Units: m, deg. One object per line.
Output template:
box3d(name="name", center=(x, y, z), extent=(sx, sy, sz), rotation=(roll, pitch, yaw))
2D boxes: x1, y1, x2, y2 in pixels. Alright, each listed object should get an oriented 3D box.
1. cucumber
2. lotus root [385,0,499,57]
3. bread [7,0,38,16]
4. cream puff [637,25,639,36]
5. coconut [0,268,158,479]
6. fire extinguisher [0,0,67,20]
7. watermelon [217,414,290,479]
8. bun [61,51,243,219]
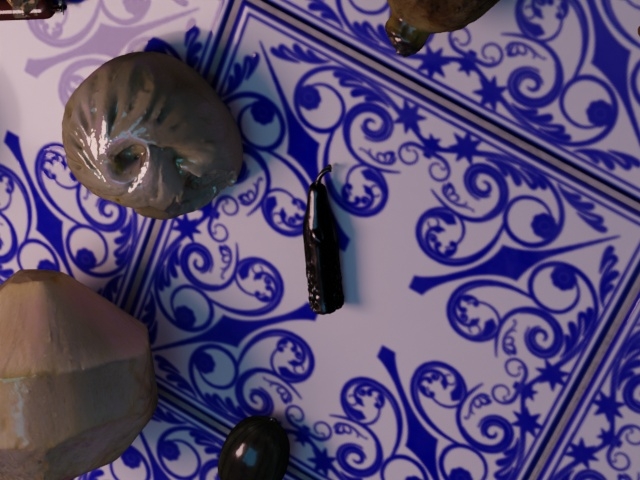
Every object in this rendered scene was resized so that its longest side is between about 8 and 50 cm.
box3d(name="cucumber", center=(0.000, 0.000, 1.859), extent=(0.043, 0.039, 0.163), rotation=(-5, 112, 5))
box3d(name="lotus root", center=(0.121, -0.269, 1.637), extent=(0.138, 0.138, 0.214), rotation=(40, 123, 5))
box3d(name="bread", center=(-0.332, -0.339, 1.840), extent=(0.134, 0.085, 0.173), rotation=(-44, 89, 14))
box3d(name="cream puff", center=(0.416, -0.145, 1.443), extent=(0.350, 0.228, 0.350), rotation=(31, 149, 21))
box3d(name="coconut", center=(-0.309, 0.149, 1.957), extent=(0.259, 0.259, 0.259), rotation=(10, 115, 22))
box3d(name="fire extinguisher", center=(-0.315, -0.265, 1.906), extent=(0.100, 0.032, 0.046), rotation=(1, 77, 25))
box3d(name="watermelon", center=(-0.074, 0.246, 1.977), extent=(0.078, 0.078, 0.110), rotation=(26, 119, 14))
box3d(name="bun", center=(-0.184, -0.101, 1.852), extent=(0.193, 0.128, 0.178), rotation=(39, 121, 4))
